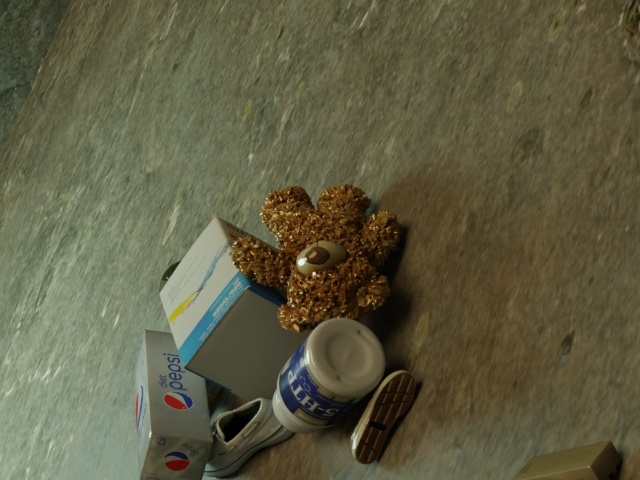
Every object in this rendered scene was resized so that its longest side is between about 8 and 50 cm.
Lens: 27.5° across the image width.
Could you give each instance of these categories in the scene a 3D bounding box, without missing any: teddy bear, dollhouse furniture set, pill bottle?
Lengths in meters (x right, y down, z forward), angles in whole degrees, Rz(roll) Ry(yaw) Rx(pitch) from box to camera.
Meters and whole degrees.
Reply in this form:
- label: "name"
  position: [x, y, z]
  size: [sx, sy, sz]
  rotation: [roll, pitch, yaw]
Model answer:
- label: "teddy bear"
  position: [0.000, 0.000, 1.898]
  size: [0.338, 0.245, 0.113]
  rotation: [-65, -16, -58]
- label: "dollhouse furniture set"
  position: [0.251, 0.316, 1.389]
  size: [0.144, 0.123, 0.151]
  rotation: [-24, 9, 47]
- label: "pill bottle"
  position: [0.004, 0.192, 1.781]
  size: [0.187, 0.112, 0.112]
  rotation: [126, 158, -54]

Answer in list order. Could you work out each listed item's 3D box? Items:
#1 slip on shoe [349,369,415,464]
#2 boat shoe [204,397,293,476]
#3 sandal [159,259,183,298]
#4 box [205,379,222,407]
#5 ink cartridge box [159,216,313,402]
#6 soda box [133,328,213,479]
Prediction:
- label: "slip on shoe"
  position: [0.079, 0.230, 1.725]
  size: [0.135, 0.051, 0.041]
  rotation: [-65, 19, 3]
- label: "boat shoe"
  position: [-0.128, 0.286, 1.968]
  size: [0.226, 0.076, 0.083]
  rotation: [-37, 36, 36]
- label: "sandal"
  position: [-0.196, 0.068, 2.307]
  size: [0.219, 0.060, 0.090]
  rotation: [-22, 50, 29]
- label: "box"
  position: [-0.209, 0.237, 2.193]
  size: [0.081, 0.028, 0.136]
  rotation: [-55, 31, 9]
- label: "ink cartridge box"
  position: [-0.120, 0.109, 2.020]
  size: [0.168, 0.171, 0.233]
  rotation: [-53, 30, 13]
- label: "soda box"
  position: [-0.234, 0.256, 2.041]
  size: [0.286, 0.098, 0.091]
  rotation: [-108, 31, -59]
